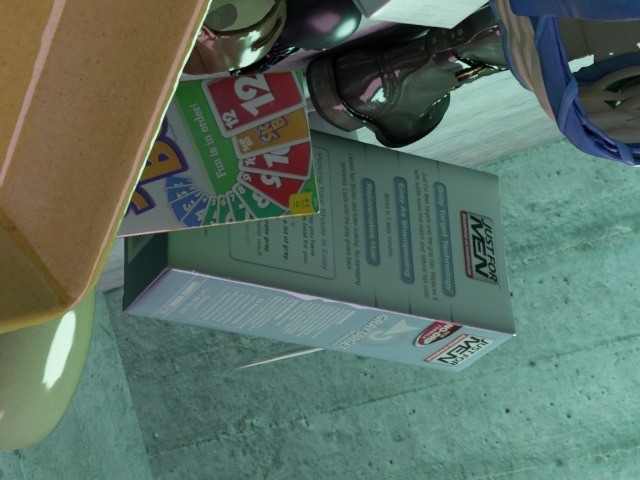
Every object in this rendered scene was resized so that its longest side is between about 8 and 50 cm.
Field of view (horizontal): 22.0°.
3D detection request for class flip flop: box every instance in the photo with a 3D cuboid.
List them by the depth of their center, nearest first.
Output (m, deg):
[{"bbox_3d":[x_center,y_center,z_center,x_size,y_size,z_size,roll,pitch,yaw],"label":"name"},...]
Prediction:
[{"bbox_3d":[-0.068,-0.143,1.059,0.112,0.080,0.277,-15,177,-3],"label":"flip flop"}]

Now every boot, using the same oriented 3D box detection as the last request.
[{"bbox_3d":[0.135,-0.163,1.562,0.229,0.091,0.263,-17,174,29],"label":"boot"}]

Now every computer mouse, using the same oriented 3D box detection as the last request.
[{"bbox_3d":[-0.026,-0.158,1.336,0.071,0.041,0.242,-15,177,-19],"label":"computer mouse"}]

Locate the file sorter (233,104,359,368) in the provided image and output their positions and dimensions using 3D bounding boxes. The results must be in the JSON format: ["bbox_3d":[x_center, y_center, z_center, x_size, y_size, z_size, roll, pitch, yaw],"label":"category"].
[{"bbox_3d":[-0.038,-0.001,1.855,0.173,0.278,0.193,-13,176,-13],"label":"file sorter"}]

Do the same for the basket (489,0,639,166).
[{"bbox_3d":[0.202,-0.139,0.712,0.254,0.201,0.289,-14,-174,-8],"label":"basket"}]

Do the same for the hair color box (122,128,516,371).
[{"bbox_3d":[0.000,0.000,1.598,0.374,0.185,0.113,12,149,-26],"label":"hair color box"}]

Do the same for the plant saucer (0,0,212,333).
[{"bbox_3d":[-0.235,-0.060,0.814,0.333,0.081,0.333,-13,146,-36],"label":"plant saucer"}]

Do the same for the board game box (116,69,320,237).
[{"bbox_3d":[-0.134,-0.068,1.362,0.259,0.124,0.039,-7,179,-15],"label":"board game box"}]

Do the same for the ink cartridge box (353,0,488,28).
[{"bbox_3d":[0.120,-0.220,1.173,0.179,0.045,0.145,-38,166,26],"label":"ink cartridge box"}]

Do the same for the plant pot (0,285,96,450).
[{"bbox_3d":[-0.324,0.033,1.553,0.191,0.284,0.284,-55,160,20],"label":"plant pot"}]
